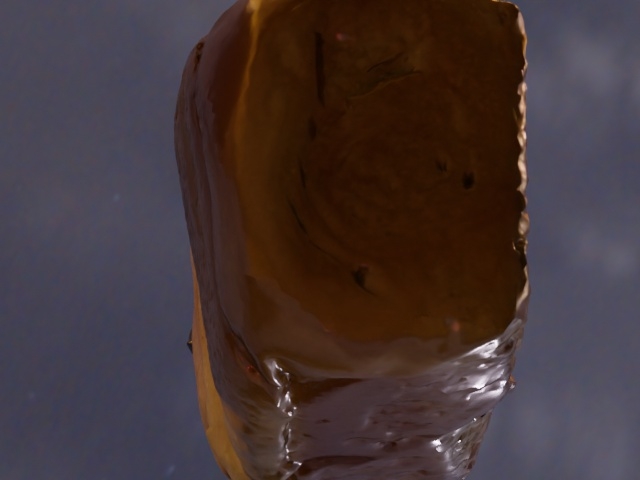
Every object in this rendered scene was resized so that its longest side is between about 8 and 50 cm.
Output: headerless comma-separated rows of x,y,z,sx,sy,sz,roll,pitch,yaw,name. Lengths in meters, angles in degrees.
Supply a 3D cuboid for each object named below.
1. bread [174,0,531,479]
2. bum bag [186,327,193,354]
0.010,0.012,0.761,0.132,0.294,0.167,-7,-110,-8,bread
0.000,0.000,1.229,0.079,0.326,0.142,39,-129,-8,bum bag
